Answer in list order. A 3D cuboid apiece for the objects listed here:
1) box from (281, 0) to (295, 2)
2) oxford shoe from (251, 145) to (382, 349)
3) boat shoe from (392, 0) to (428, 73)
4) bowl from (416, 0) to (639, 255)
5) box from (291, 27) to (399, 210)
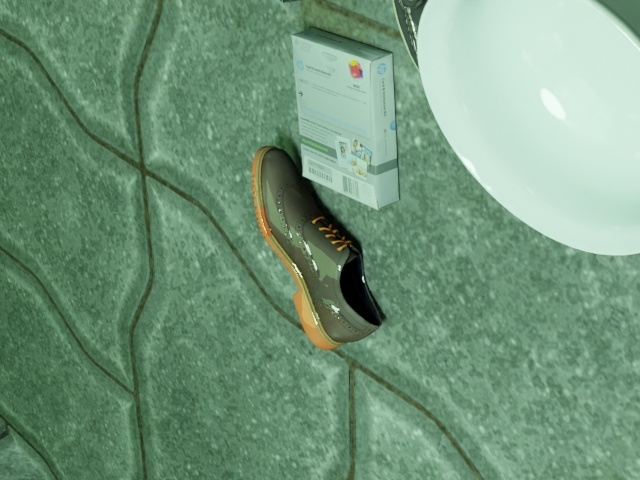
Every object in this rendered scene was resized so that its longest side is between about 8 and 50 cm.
[{"bbox_3d":[-0.056,-0.440,1.433,0.293,0.073,0.295,55,147,42],"label":"box"},{"bbox_3d":[0.000,0.000,1.776,0.098,0.097,0.271,-18,99,38],"label":"oxford shoe"},{"bbox_3d":[0.109,-0.278,1.393,0.103,0.092,0.285,-2,110,13],"label":"boat shoe"},{"bbox_3d":[0.238,-0.143,1.252,0.298,0.134,0.298,36,151,24],"label":"bowl"},{"bbox_3d":[0.029,-0.145,1.671,0.145,0.038,0.186,26,131,45],"label":"box"}]
